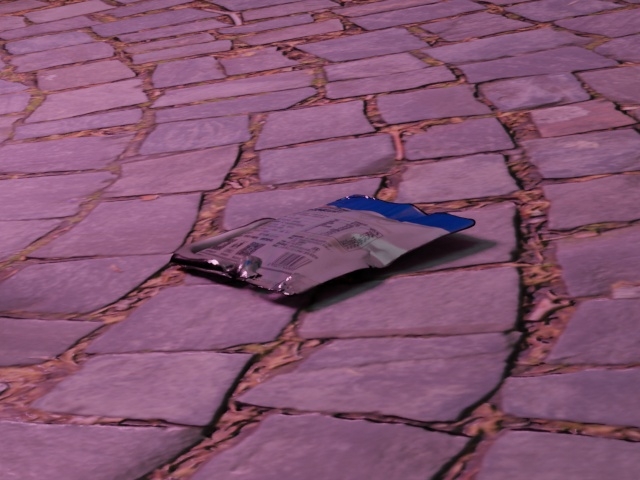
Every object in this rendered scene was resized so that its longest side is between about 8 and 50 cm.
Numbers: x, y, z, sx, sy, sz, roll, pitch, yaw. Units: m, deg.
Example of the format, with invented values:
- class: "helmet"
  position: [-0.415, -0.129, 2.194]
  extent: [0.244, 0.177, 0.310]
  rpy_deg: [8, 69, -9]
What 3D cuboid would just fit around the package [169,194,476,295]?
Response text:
- class: "package"
  position: [0.000, 0.000, 1.308]
  extent: [0.173, 0.027, 0.171]
  rpy_deg: [-18, 16, -31]
